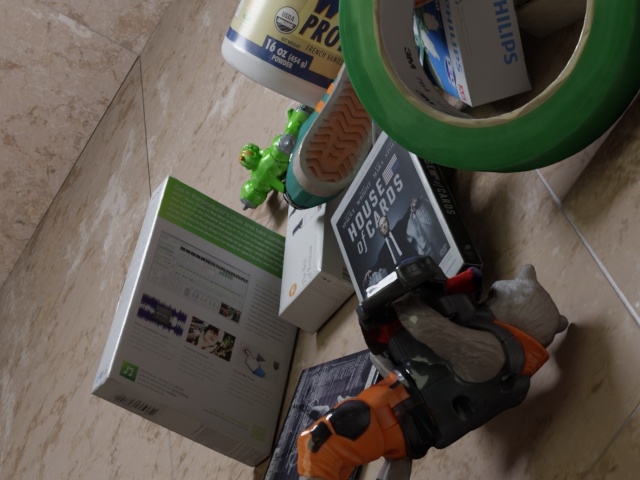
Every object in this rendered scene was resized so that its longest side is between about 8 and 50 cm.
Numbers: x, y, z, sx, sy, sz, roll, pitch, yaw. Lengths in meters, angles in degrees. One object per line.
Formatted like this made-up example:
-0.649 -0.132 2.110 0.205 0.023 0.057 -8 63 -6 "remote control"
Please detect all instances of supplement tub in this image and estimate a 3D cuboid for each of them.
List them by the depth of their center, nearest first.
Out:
0.025 -0.346 2.067 0.316 0.228 0.228 -65 18 12 "supplement tub"

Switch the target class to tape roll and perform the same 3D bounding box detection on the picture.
0.172 -0.227 1.510 0.321 0.077 0.321 0 91 32 "tape roll"

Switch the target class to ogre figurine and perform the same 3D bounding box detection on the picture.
-0.063 -0.119 2.252 0.197 0.097 0.118 -32 14 29 "ogre figurine"

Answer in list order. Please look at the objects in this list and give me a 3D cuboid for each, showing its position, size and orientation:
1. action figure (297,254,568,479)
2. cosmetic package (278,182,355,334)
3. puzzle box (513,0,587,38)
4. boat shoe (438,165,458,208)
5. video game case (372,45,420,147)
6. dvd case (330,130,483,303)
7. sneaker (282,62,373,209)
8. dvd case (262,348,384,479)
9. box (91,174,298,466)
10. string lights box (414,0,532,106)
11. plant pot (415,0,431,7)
0.089 0.156 1.392 0.330 0.178 0.341 -42 -18 1 "action figure"
0.000 0.000 1.970 0.099 0.060 0.239 -50 23 34 "cosmetic package"
0.356 -0.387 1.585 0.409 0.052 0.272 -22 45 62 "puzzle box"
0.107 -0.066 1.756 0.073 0.080 0.224 -45 30 30 "boat shoe"
0.091 -0.142 1.842 0.166 0.015 0.119 84 -152 -60 "video game case"
0.087 0.000 1.656 0.179 0.029 0.239 -60 36 36 "dvd case"
0.040 -0.161 1.955 0.302 0.108 0.121 -54 7 -29 "sneaker"
0.007 0.207 1.742 0.221 0.018 0.165 -27 39 61 "dvd case"
-0.140 0.098 1.939 0.058 0.232 0.322 -39 29 47 "box"
0.157 -0.249 1.778 0.260 0.076 0.133 -130 25 -70 "string lights box"
0.086 -0.427 1.699 0.272 0.265 0.272 -27 20 11 "plant pot"
